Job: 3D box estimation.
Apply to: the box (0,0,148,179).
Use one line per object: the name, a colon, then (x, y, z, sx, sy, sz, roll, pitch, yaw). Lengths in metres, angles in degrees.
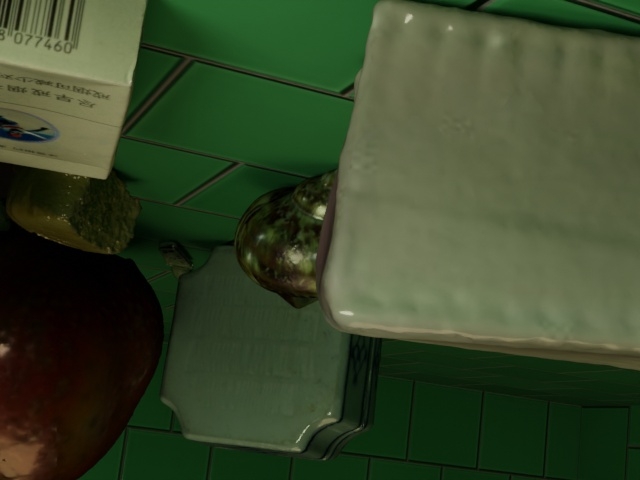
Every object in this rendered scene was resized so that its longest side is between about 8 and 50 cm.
box: (-0.221, -0.119, 0.781, 0.164, 0.069, 0.256, 10, 167, -13)

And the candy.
candy: (0.182, -0.018, 0.694, 0.358, 0.208, 0.145, 7, 170, -2)

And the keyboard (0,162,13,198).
keyboard: (-0.356, -0.077, 1.182, 0.074, 0.015, 0.196, -9, 168, 2)

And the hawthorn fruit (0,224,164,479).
hawthorn fruit: (-0.413, 0.168, 1.460, 0.402, 0.403, 0.403, 6, 168, 1)

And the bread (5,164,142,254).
bread: (-0.271, -0.044, 1.142, 0.125, 0.086, 0.156, 10, 168, 14)

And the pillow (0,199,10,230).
pillow: (-0.527, -0.060, 1.222, 0.274, 0.076, 0.281, 7, 168, 4)

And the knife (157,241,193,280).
knife: (-0.216, 0.037, 1.657, 0.043, 0.020, 0.293, 9, 168, 2)

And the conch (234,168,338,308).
conch: (-0.001, -0.003, 1.107, 0.187, 0.124, 0.181, -14, 174, -39)

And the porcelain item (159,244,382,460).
porcelain item: (-0.060, 0.154, 1.483, 0.285, 0.282, 0.157, 0, 164, 24)
